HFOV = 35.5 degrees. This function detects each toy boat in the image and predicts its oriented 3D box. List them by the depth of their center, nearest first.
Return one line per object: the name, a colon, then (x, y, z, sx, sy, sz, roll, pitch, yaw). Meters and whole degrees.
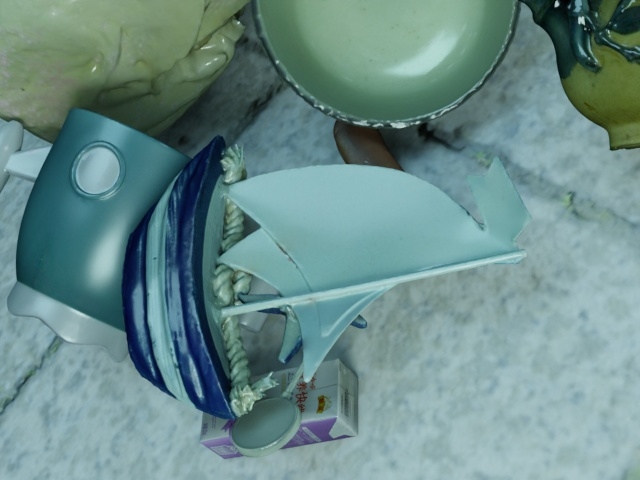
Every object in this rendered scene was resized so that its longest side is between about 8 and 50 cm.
toy boat: (-0.013, 0.027, 0.686, 0.292, 0.070, 0.210, 9, 69, 24)

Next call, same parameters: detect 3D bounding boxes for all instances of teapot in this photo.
teapot: (0.252, -0.154, 0.639, 0.270, 0.173, 0.182, -6, 92, 0)

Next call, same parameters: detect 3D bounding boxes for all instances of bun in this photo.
bun: (-0.165, -0.237, 0.919, 0.361, 0.213, 0.361, -50, 6, 7)

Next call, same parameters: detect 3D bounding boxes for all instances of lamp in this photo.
lamp: (-0.008, 0.065, 0.710, 0.050, 0.056, 0.198, 0, 42, 38)

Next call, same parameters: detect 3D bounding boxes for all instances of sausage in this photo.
sausage: (0.058, -0.047, 0.793, 0.047, 0.040, 0.176, -35, 46, 0)

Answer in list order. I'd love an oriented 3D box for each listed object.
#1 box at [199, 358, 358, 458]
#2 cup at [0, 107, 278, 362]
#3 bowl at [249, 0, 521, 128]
box: (-0.030, 0.125, 0.733, 0.117, 0.036, 0.050, -13, 53, 24)
cup: (-0.176, 0.003, 0.834, 0.300, 0.167, 0.173, 24, 81, 16)
bowl: (0.055, -0.197, 0.822, 0.211, 0.211, 0.112, -33, 3, 10)
